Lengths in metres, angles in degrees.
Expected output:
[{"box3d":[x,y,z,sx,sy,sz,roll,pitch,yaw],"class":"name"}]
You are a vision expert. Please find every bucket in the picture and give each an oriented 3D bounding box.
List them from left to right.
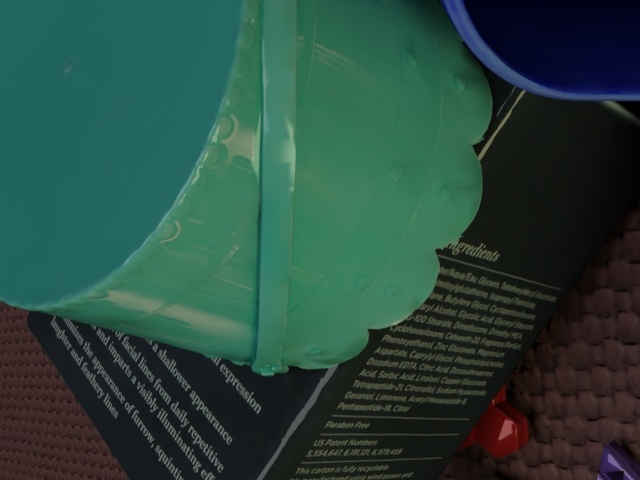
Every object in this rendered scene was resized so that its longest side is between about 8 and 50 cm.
[{"box3d":[-0.065,-0.070,0.495,0.281,0.183,0.281,-9,75,37],"class":"bucket"}]

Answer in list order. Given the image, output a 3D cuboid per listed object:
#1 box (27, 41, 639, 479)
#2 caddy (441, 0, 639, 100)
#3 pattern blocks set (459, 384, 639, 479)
[{"box3d":[0.000,0.000,0.685,0.293,0.212,0.395,43,109,37],"class":"box"},{"box3d":[0.189,-0.187,0.418,0.179,0.341,0.241,-117,33,-43],"class":"caddy"},{"box3d":[0.174,0.291,0.742,0.285,0.026,0.325,33,118,36],"class":"pattern blocks set"}]
